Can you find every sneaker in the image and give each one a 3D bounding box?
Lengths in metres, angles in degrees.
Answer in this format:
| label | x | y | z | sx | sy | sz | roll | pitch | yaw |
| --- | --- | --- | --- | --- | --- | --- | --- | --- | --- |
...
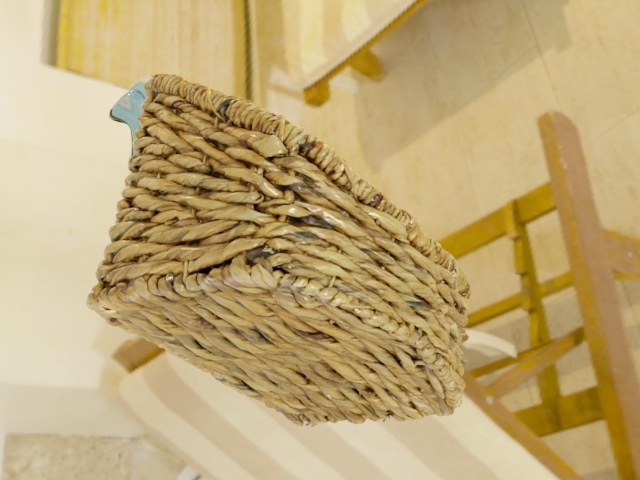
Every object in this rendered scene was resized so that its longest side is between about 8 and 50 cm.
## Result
| label | x | y | z | sx | sy | sz | roll | pitch | yaw |
| --- | --- | --- | --- | --- | --- | --- | --- | --- | --- |
| sneaker | -0.150 | -0.078 | 0.872 | 0.162 | 0.073 | 0.063 | 58 | 178 | 3 |

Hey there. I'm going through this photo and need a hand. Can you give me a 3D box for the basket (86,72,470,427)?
| label | x | y | z | sx | sy | sz | roll | pitch | yaw |
| --- | --- | --- | --- | --- | --- | --- | --- | --- | --- |
| basket | 0.000 | 0.000 | 0.723 | 0.213 | 0.299 | 0.223 | -12 | 55 | 33 |
